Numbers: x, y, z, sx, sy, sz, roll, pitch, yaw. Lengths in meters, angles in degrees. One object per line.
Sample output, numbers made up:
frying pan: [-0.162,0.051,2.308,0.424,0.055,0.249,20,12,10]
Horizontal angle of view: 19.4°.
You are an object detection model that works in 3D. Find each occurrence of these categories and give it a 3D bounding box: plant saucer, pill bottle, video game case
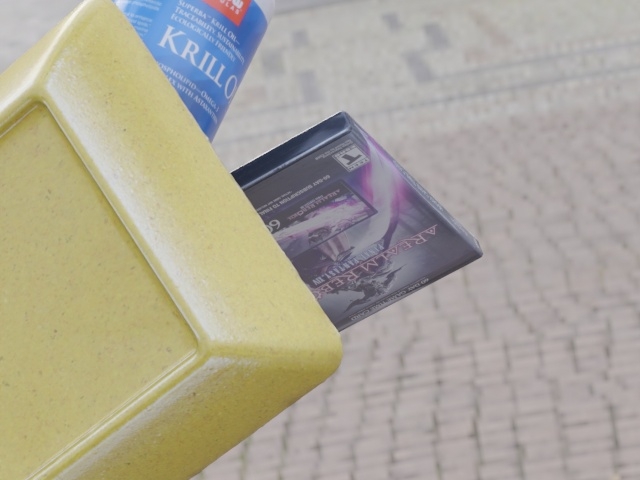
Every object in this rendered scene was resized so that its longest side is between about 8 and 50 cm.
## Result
plant saucer: [-0.203,0.045,1.363,0.333,0.332,0.081,-38,-10,21]
pill bottle: [-0.111,-0.168,1.491,0.124,0.124,0.221,5,65,48]
video game case: [0.000,0.000,1.594,0.196,0.026,0.274,-28,-34,15]
